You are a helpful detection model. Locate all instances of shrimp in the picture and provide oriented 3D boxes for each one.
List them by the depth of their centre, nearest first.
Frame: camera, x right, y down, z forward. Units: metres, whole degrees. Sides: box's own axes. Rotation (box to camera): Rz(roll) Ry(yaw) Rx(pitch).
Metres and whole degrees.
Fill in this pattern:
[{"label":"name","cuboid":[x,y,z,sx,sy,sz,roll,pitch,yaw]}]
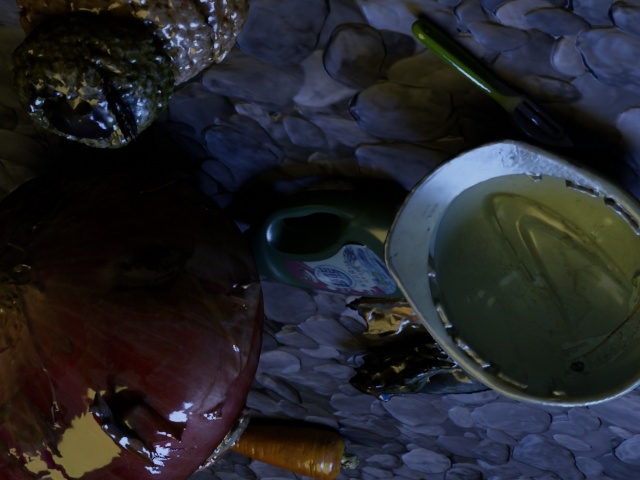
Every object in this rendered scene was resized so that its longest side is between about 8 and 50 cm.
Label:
[{"label":"shrimp","cuboid":[0.097,0.106,1.655,0.222,0.054,0.290,23,152,-33]}]

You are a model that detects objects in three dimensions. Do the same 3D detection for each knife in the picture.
[{"label":"knife","cuboid":[0.135,-0.119,1.288,0.026,0.022,0.184,-38,125,26]}]

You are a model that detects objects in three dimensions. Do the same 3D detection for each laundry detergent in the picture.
[{"label":"laundry detergent","cuboid":[0.000,0.000,1.537,0.211,0.063,0.137,1,147,31]}]

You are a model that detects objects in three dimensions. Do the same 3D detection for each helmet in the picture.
[{"label":"helmet","cuboid":[0.177,0.008,1.379,0.204,0.137,0.257,-41,105,17]}]

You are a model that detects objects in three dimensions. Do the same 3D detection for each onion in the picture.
[{"label":"onion","cuboid":[-0.204,0.091,1.514,0.354,0.353,0.353,13,152,7]}]

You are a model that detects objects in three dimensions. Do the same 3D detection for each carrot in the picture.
[{"label":"carrot","cuboid":[-0.074,0.248,2.035,0.257,0.061,0.061,11,152,21]}]

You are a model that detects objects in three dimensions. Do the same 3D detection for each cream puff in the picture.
[{"label":"cream puff","cuboid":[-0.157,-0.149,1.236,0.183,0.169,0.183,14,151,8]}]
